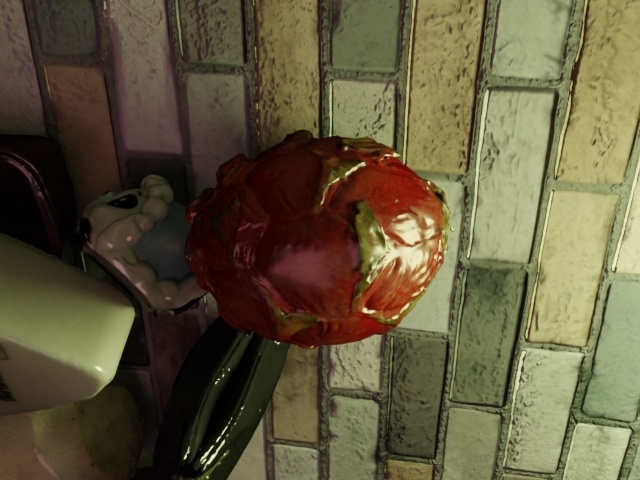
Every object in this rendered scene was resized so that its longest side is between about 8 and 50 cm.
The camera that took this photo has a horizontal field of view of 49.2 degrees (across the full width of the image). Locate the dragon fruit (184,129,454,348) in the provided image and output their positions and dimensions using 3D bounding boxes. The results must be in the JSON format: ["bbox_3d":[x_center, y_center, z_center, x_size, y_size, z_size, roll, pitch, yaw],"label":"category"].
[{"bbox_3d":[0.000,0.000,0.867,0.342,0.277,0.278,0,119,5],"label":"dragon fruit"}]

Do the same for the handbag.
[{"bbox_3d":[-0.180,0.302,1.064,0.152,0.288,0.343,23,122,-2],"label":"handbag"}]

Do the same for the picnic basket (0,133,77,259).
[{"bbox_3d":[-0.490,-0.060,1.013,0.296,0.129,0.223,2,121,11],"label":"picnic basket"}]

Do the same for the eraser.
[{"bbox_3d":[-0.467,0.102,0.948,0.330,0.150,0.331,6,136,5],"label":"eraser"}]

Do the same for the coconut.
[{"bbox_3d":[-0.437,0.336,1.160,0.247,0.245,0.245,-19,114,20],"label":"coconut"}]

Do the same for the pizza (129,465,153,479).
[{"bbox_3d":[-0.326,0.475,1.180,0.222,0.323,0.090,-4,106,31],"label":"pizza"}]

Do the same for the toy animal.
[{"bbox_3d":[-0.230,0.006,0.977,0.204,0.156,0.208,49,161,-13],"label":"toy animal"}]
